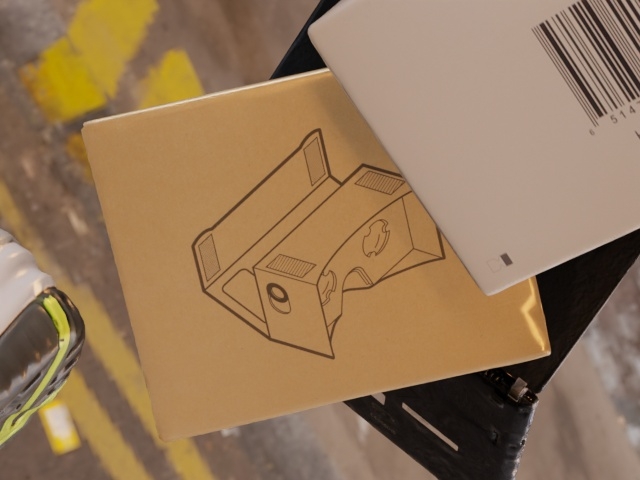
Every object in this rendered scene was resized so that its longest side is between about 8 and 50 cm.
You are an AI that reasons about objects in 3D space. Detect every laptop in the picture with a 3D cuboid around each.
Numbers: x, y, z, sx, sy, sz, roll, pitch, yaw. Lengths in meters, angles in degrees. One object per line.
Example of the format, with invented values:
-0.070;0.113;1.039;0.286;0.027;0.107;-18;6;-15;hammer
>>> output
0.067;0.000;0.957;0.234;0.136;0.264;38;-26;21;laptop

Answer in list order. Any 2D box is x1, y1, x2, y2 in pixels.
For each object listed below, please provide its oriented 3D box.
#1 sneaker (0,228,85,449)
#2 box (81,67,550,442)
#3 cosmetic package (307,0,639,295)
-0.266;0.107;0.589;0.147;0.384;0.145;50;-1;4;sneaker
0.000;0.000;0.802;0.021;0.201;0.164;-85;162;-81;box
0.154;-0.121;0.663;0.138;0.224;0.224;56;39;-7;cosmetic package
